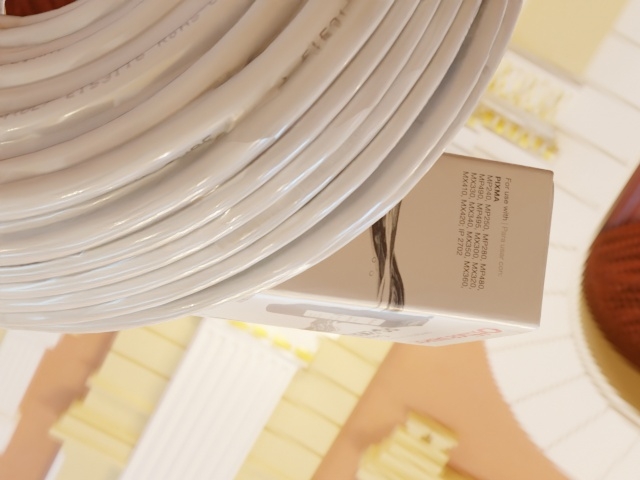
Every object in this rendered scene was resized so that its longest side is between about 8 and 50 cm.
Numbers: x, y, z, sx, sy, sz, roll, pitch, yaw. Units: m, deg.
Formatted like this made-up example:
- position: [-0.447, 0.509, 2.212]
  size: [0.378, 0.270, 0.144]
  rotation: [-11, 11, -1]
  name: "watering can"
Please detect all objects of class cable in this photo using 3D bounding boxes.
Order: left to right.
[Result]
- position: [-0.066, -0.096, 0.432]
  size: [0.257, 0.257, 0.089]
  rotation: [7, 158, 27]
  name: "cable"

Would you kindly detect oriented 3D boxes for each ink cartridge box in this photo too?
- position: [0.000, 0.000, 0.864]
  size: [0.237, 0.100, 0.172]
  rotation: [8, 171, -15]
  name: "ink cartridge box"

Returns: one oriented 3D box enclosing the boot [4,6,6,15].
- position: [-0.356, -0.128, 1.268]
  size: [0.109, 0.283, 0.220]
  rotation: [4, -140, 19]
  name: "boot"
